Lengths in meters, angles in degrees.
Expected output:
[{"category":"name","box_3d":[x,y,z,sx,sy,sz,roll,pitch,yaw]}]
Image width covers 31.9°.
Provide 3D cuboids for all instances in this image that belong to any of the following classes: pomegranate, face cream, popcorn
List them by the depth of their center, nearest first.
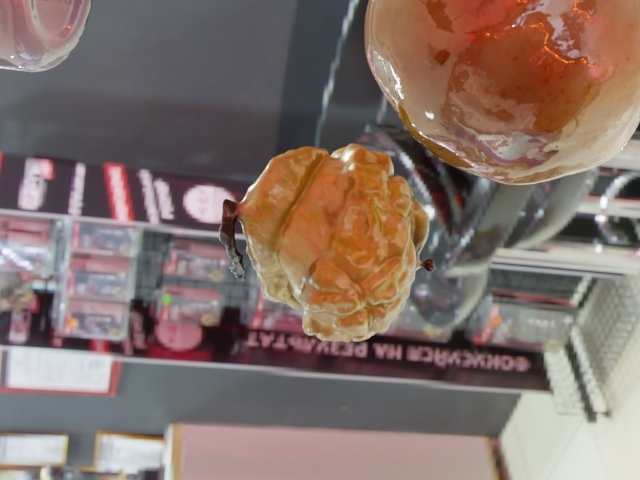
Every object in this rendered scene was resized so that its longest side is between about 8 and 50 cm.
[{"category":"face cream","box_3d":[-0.255,-0.190,0.754,0.291,0.071,0.144,11,99,43]},{"category":"pomegranate","box_3d":[0.271,-0.273,1.491,0.411,0.411,0.411,-175,90,-77]},{"category":"popcorn","box_3d":[0.000,0.000,1.921,0.349,0.381,0.349,-35,51,58]}]
